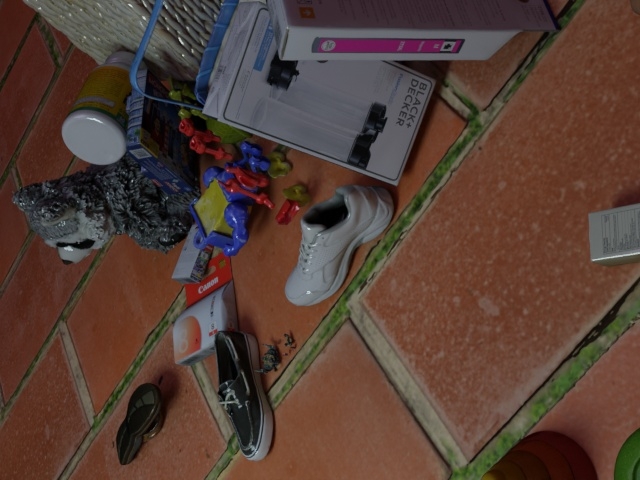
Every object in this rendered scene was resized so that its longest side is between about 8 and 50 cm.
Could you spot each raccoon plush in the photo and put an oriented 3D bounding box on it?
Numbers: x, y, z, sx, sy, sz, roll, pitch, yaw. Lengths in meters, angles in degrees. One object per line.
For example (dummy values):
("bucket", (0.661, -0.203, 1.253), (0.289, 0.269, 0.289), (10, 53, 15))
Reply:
("raccoon plush", (-0.402, -0.166, 1.562), (0.216, 0.299, 0.446), (-4, 74, 47))

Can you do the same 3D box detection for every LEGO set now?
("LEGO set", (-0.071, 0.187, 1.305), (0.083, 0.023, 0.054), (-25, 62, 25))

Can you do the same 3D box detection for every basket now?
("basket", (-0.346, -0.491, 1.539), (0.328, 0.331, 0.266), (8, 65, 47))
("basket", (-0.121, -0.306, 1.214), (0.201, 0.289, 0.255), (34, 107, 56))

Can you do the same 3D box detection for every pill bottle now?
("pill bottle", (-0.378, -0.246, 1.464), (0.117, 0.117, 0.208), (-32, 33, 37))

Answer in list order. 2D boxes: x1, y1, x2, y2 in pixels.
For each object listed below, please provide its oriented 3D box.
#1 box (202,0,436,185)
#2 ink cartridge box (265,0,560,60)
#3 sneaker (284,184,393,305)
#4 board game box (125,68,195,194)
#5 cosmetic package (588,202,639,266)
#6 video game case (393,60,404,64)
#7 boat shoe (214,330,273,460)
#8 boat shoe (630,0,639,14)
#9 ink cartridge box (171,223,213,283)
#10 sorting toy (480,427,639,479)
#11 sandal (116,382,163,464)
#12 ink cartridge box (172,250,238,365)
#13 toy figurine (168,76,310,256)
("box", (0.002, -0.202, 1.134), (0.087, 0.290, 0.169), (31, 101, 63))
("ink cartridge box", (0.112, -0.319, 1.052), (0.069, 0.370, 0.176), (109, 152, -57))
("sneaker", (0.000, 0.000, 1.210), (0.232, 0.115, 0.090), (-55, 45, 20))
("board game box", (-0.287, -0.210, 1.446), (0.060, 0.194, 0.194), (-8, 66, 18))
("cosmetic package", (0.356, -0.009, 0.884), (0.115, 0.041, 0.060), (-11, 71, 45))
("video game case", (0.046, -0.332, 1.305), (0.244, 0.061, 0.269), (43, 111, 46))
("boat shoe", (-0.135, 0.250, 1.313), (0.078, 0.070, 0.219), (-37, 53, 34))
("boat shoe", (0.410, -0.399, 0.891), (0.116, 0.123, 0.324), (9, 83, 50))
("ink cartridge box", (-0.233, 0.024, 1.517), (0.063, 0.029, 0.115), (-5, 59, 47))
("sorting toy", (0.303, 0.240, 0.801), (0.365, 0.126, 0.127), (-18, 65, 44))
("sandal", (-0.328, 0.344, 1.510), (0.219, 0.060, 0.090), (-63, 35, 33))
("ink cartridge box", (-0.213, 0.119, 1.461), (0.145, 0.045, 0.179), (-32, 59, 37))
("toy figurine", (-0.194, -0.092, 1.407), (0.217, 0.191, 0.362), (-58, 43, 25))
